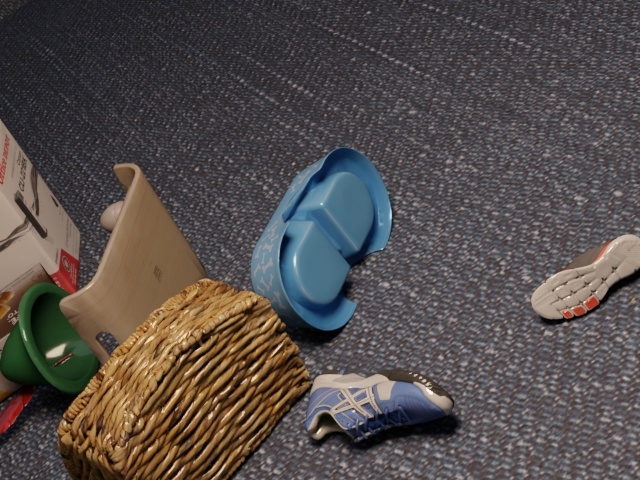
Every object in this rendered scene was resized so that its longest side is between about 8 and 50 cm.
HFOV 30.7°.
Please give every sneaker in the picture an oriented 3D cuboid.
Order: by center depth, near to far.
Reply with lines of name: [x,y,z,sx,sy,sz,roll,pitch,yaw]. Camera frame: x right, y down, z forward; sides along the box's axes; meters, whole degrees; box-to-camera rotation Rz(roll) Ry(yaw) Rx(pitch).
sneaker: [0.070,0.207,1.414,0.211,0.080,0.081,-9,45,42]
sneaker: [0.331,0.047,1.458,0.158,0.061,0.065,-29,8,-2]

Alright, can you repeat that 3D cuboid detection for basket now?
basket: [-0.204,0.186,1.501,0.223,0.213,0.299,16,54,45]

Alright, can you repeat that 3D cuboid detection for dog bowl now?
dog bowl: [0.000,0.000,1.651,0.074,0.166,0.297,-14,36,41]

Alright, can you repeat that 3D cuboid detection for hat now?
hat: [-0.455,0.184,1.735,0.184,0.173,0.208,-26,21,20]

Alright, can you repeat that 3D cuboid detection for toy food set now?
toy food set: [-0.276,0.059,1.708,0.092,0.219,0.306,-13,38,21]

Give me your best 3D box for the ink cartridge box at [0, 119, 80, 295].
ink cartridge box: [-0.520,-0.036,1.952,0.114,0.273,0.197,-24,35,8]

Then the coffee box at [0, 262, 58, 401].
coffee box: [-0.503,0.163,1.840,0.246,0.098,0.141,-36,35,-9]
